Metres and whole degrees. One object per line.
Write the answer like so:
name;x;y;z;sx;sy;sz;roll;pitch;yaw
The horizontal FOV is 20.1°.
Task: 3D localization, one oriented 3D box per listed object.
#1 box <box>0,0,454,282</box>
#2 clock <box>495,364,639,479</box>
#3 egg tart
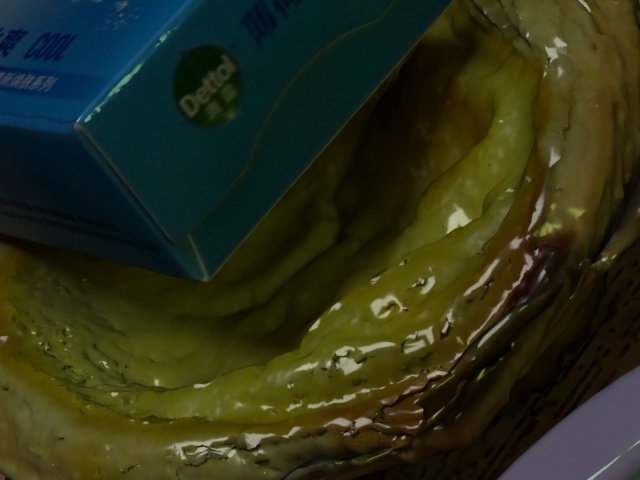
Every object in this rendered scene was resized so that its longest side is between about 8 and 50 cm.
box;-0.070;-0.069;0.614;0.194;0.073;0.139;11;55;50
clock;0.085;0.158;0.282;0.338;0.102;0.338;-29;29;18
egg tart;0.000;0.000;0.616;0.279;0.095;0.279;-23;36;18
